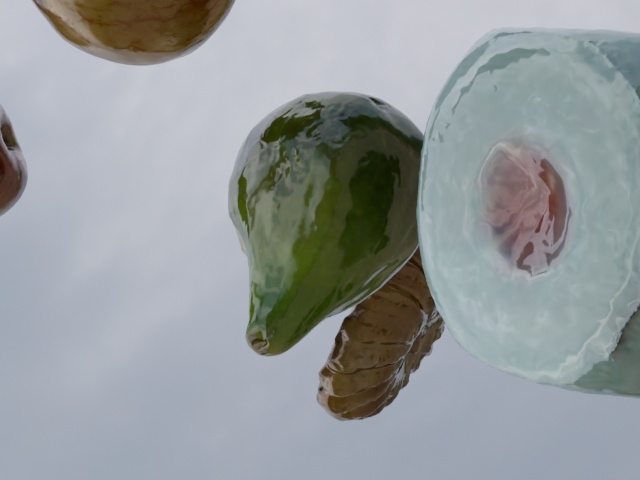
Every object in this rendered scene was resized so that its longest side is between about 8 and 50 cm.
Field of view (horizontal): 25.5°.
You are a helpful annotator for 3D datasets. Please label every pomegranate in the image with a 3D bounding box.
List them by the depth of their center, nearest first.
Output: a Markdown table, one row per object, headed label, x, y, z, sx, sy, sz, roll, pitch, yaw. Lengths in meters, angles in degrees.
| label | x | y | z | sx | sy | sz | roll | pitch | yaw |
| --- | --- | --- | --- | --- | --- | --- | --- | --- | --- |
| pomegranate | -0.177 | -0.291 | 1.359 | 0.248 | 0.248 | 0.248 | -27 | -49 | -35 |

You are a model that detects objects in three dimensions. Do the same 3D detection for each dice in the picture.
| label | x | y | z | sx | sy | sz | roll | pitch | yaw |
| --- | --- | --- | --- | --- | --- | --- | --- | --- | --- |
| dice | 0.252 | -0.030 | 1.105 | 0.263 | 0.268 | 0.264 | -3 | -81 | -35 |

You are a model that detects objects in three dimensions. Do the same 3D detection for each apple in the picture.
| label | x | y | z | sx | sy | sz | roll | pitch | yaw |
| --- | --- | --- | --- | --- | --- | --- | --- | --- | --- |
| apple | -0.374 | -0.081 | 1.457 | 0.131 | 0.146 | 0.146 | -20 | -43 | 6 |

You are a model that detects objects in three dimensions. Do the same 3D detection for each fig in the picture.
| label | x | y | z | sx | sy | sz | roll | pitch | yaw |
| --- | --- | --- | --- | --- | --- | --- | --- | --- | --- |
| fig | 0.000 | 0.000 | 1.345 | 0.206 | 0.206 | 0.275 | 62 | -144 | -48 |

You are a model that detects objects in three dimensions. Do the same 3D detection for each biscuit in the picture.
| label | x | y | z | sx | sy | sz | roll | pitch | yaw |
| --- | --- | --- | --- | --- | --- | --- | --- | --- | --- |
| biscuit | 0.111 | 0.133 | 2.124 | 0.325 | 0.107 | 0.325 | -53 | -20 | -28 |
